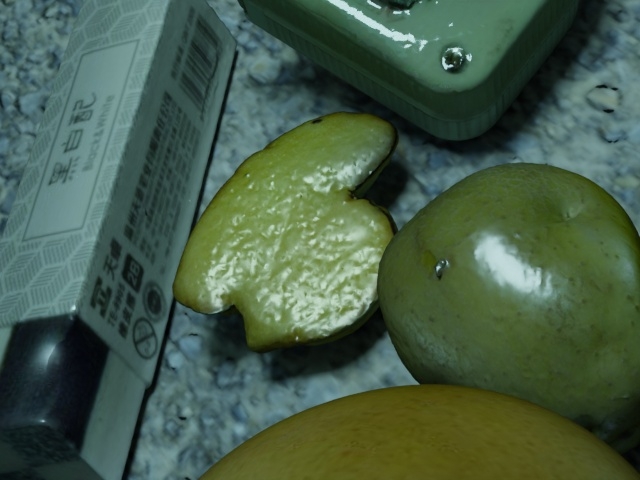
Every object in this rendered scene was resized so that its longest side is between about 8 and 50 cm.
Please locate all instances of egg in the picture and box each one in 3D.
[{"bbox_3d":[0.037,0.198,0.939,0.322,0.250,0.250,-18,43,45],"label":"egg"}]

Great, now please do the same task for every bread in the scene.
[{"bbox_3d":[0.000,0.000,1.284,0.149,0.065,0.187,22,64,32],"label":"bread"}]

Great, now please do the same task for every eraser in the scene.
[{"bbox_3d":[-0.155,-0.010,1.365,0.096,0.098,0.403,-10,48,28],"label":"eraser"}]

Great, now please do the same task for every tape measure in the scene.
[{"bbox_3d":[0.060,-0.204,1.319,0.235,0.115,0.207,33,77,19],"label":"tape measure"}]

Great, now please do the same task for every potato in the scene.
[{"bbox_3d":[0.123,0.045,1.109,0.157,0.157,0.194,-36,55,2],"label":"potato"}]
